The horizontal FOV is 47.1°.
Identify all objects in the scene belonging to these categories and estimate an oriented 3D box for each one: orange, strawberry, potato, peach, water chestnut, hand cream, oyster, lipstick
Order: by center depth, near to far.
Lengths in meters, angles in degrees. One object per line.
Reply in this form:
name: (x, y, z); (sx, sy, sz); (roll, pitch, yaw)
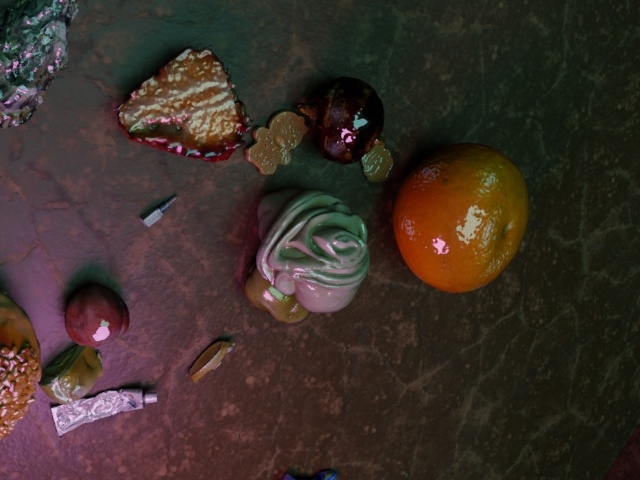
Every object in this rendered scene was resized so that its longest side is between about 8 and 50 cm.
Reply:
oyster: (-0.601, -0.398, 1.505); (0.351, 0.158, 0.162); (-52, 159, 9)
strawberry: (-0.306, -0.281, 1.709); (0.280, 0.150, 0.253); (-41, 100, -11)
peach: (-0.521, 0.172, 1.727); (0.152, 0.152, 0.152); (-9, 110, -28)
lipstick: (-0.389, -0.075, 1.791); (0.107, 0.025, 0.025); (-43, 122, -20)
hand cream: (-0.537, 0.417, 1.843); (0.257, 0.050, 0.084); (-12, 109, -20)
water chestnut: (0.055, -0.312, 1.884); (0.238, 0.224, 0.224); (8, 104, 8)
potato: (-0.104, 0.125, 1.945); (0.200, 0.154, 0.137); (35, 127, -24)
orange: (0.388, -0.066, 2.071); (0.424, 0.326, 0.424); (-26, 127, -40)

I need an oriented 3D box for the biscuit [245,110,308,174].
biscuit: (-0.116, -0.258, 1.891); (0.133, 0.027, 0.184); (29, 88, -34)

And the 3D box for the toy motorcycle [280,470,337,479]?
toy motorcycle: (-0.054, 0.757, 2.208); (0.254, 0.092, 0.136); (0, 96, -39)

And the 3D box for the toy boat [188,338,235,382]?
toy boat: (-0.290, 0.318, 1.958); (0.149, 0.047, 0.049); (-45, 135, -8)

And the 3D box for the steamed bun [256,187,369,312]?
steamed bun: (0.008, 0.004, 1.861); (0.309, 0.219, 0.324); (31, 46, -32)

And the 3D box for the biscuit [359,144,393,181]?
biscuit: (0.158, -0.225, 2.067); (0.102, 0.019, 0.130); (-30, 119, -18)

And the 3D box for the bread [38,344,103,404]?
bread: (-0.586, 0.324, 1.751); (0.156, 0.110, 0.103); (-42, 116, -14)

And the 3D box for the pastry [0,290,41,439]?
pastry: (-0.788, 0.282, 1.536); (0.409, 0.245, 0.410); (-11, 111, -29)
